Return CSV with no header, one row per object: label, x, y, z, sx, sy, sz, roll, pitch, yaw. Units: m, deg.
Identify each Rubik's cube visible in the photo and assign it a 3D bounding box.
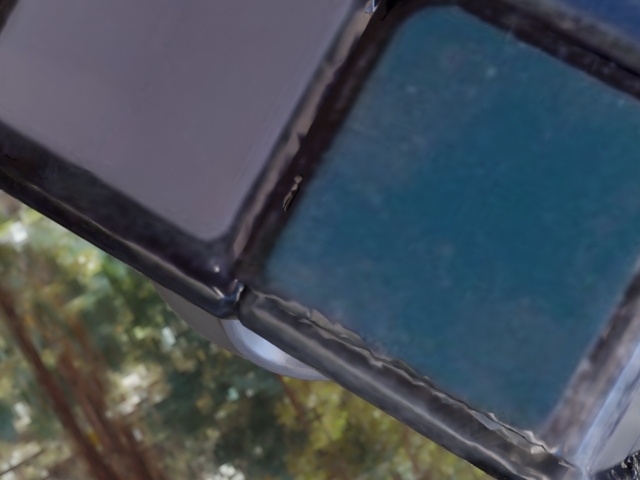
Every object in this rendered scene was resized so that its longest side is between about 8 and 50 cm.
Rubik's cube,0.075,-0.093,0.736,0.313,0.318,0.316,-61,166,4

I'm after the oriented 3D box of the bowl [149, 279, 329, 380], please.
bowl,0.000,0.000,1.171,0.345,0.345,0.157,-26,-141,24
